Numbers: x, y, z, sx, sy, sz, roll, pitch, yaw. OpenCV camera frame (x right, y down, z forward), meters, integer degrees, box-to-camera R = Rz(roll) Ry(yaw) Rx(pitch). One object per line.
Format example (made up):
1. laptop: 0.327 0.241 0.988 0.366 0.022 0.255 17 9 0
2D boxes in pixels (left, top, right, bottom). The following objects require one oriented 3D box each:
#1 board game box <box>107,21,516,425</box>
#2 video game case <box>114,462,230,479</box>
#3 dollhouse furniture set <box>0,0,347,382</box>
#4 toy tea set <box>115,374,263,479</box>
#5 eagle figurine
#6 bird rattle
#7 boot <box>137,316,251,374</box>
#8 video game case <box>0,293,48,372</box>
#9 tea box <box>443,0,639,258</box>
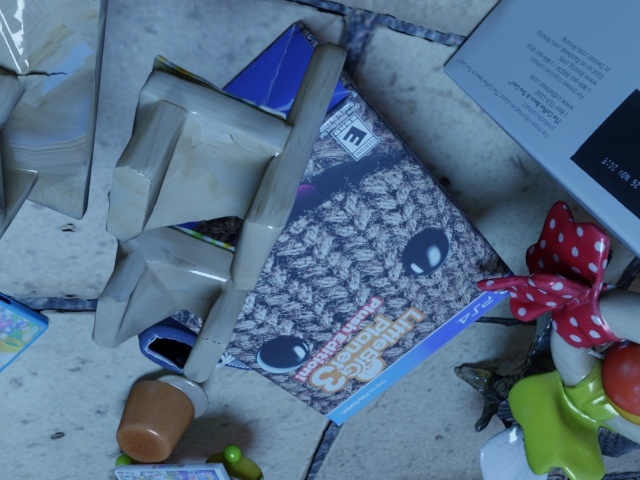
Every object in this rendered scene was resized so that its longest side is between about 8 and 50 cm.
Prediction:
1. board game box: 0.000 0.000 0.702 0.232 0.141 0.291 -40 130 11
2. video game case: -0.145 0.266 0.808 0.122 0.011 0.087 -7 123 18
3. dollhouse furniture set: -0.150 -0.164 0.395 0.362 0.256 0.394 23 145 -6
4. toy tea set: -0.148 0.280 0.905 0.200 0.124 0.336 16 127 2
5. eagle figurine: 0.292 0.151 0.892 0.226 0.225 0.298 -25 173 -34
6. bird rattle: 0.260 0.096 0.667 0.143 0.207 0.253 -33 128 -35
7. boot: -0.112 0.109 0.777 0.190 0.086 0.069 29 111 -37
8. video game case: -0.352 0.076 0.697 0.119 0.015 0.166 -41 130 11
9. tea box: 0.340 -0.077 0.661 0.323 0.329 0.220 30 110 -39
